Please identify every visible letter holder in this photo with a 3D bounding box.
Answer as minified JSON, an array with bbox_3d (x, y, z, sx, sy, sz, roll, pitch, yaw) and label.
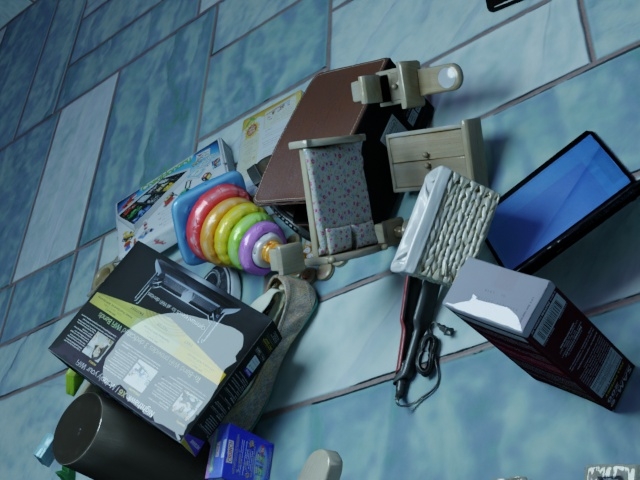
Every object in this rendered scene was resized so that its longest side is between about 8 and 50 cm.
[{"bbox_3d":[0.037,-0.155,1.581,0.214,0.152,0.301,0,59,47],"label":"letter holder"}]

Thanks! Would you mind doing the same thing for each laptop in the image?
[{"bbox_3d":[0.322,-0.051,1.234,0.234,0.264,0.136,-40,77,17],"label":"laptop"}]

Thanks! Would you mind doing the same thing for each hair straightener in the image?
[{"bbox_3d":[0.155,0.144,1.325,0.089,0.047,0.230,-8,56,42],"label":"hair straightener"}]

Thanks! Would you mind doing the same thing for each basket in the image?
[{"bbox_3d":[0.186,-0.013,1.294,0.113,0.103,0.167,149,142,-85],"label":"basket"},{"bbox_3d":[-0.335,0.363,1.508,0.204,0.227,0.154,1,62,46],"label":"basket"}]

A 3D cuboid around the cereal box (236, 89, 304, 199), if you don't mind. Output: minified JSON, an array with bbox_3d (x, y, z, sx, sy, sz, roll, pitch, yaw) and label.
[{"bbox_3d":[-0.100,-0.187,1.834,0.173,0.047,0.240,-21,49,32],"label":"cereal box"}]

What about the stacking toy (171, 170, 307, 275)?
[{"bbox_3d":[-0.126,0.001,1.629,0.175,0.165,0.302,-31,38,-31],"label":"stacking toy"}]

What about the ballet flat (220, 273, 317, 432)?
[{"bbox_3d":[-0.120,0.196,1.515,0.108,0.106,0.316,12,70,48],"label":"ballet flat"}]

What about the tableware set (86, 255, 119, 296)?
[{"bbox_3d":[-0.469,0.063,2.022,0.194,0.039,0.128,-32,43,24],"label":"tableware set"}]

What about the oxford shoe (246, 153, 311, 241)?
[{"bbox_3d":[-0.056,-0.091,1.650,0.096,0.083,0.227,-39,56,6],"label":"oxford shoe"}]

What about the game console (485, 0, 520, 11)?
[{"bbox_3d":[0.371,-0.490,1.622,0.122,0.071,0.107,-15,81,38],"label":"game console"}]

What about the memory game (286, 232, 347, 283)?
[{"bbox_3d":[0.000,0.000,1.620,0.186,0.012,0.186,-25,46,30],"label":"memory game"}]

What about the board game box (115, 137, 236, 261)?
[{"bbox_3d":[-0.323,-0.084,1.941,0.305,0.053,0.193,-30,42,13],"label":"board game box"}]

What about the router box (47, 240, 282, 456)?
[{"bbox_3d":[-0.258,0.171,1.443,0.309,0.081,0.243,28,69,25],"label":"router box"}]

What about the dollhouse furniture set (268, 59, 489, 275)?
[{"bbox_3d":[0.085,-0.127,1.349,0.174,0.356,0.303,-3,99,45],"label":"dollhouse furniture set"}]

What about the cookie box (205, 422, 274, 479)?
[{"bbox_3d":[-0.130,0.356,1.402,0.040,0.107,0.091,-19,49,35],"label":"cookie box"}]

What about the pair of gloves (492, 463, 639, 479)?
[{"bbox_3d":[0.279,0.374,1.032,0.240,0.042,0.204,-19,46,33],"label":"pair of gloves"}]

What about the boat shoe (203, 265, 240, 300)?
[{"bbox_3d":[-0.247,0.169,1.666,0.108,0.102,0.301,-1,61,44],"label":"boat shoe"}]

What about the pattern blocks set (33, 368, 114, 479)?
[{"bbox_3d":[-0.405,0.293,1.617,0.026,0.285,0.324,18,67,18],"label":"pattern blocks set"}]

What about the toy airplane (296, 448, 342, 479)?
[{"bbox_3d":[-0.070,0.510,1.146,0.386,0.273,0.384,115,174,-52],"label":"toy airplane"}]

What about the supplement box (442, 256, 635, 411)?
[{"bbox_3d":[0.274,0.117,1.072,0.130,0.239,0.073,19,75,50],"label":"supplement box"}]
